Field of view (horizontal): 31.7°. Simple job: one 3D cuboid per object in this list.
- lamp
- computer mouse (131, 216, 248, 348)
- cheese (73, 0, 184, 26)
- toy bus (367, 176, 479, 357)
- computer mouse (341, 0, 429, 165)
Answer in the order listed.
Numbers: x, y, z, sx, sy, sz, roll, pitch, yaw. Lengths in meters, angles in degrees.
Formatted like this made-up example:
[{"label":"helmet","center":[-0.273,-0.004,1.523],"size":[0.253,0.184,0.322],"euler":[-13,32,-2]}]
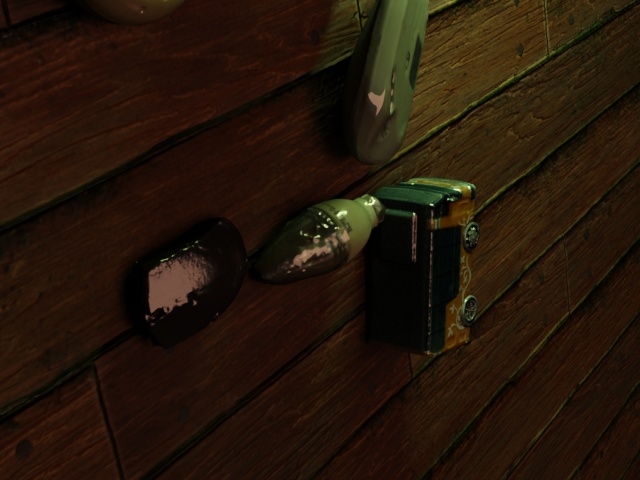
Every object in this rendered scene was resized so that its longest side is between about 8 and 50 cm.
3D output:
[{"label":"lamp","center":[0.000,0.000,1.639],"size":[0.250,0.101,0.101],"euler":[-32,122,-34]},{"label":"computer mouse","center":[-0.154,0.048,1.442],"size":[0.217,0.073,0.122],"euler":[-37,125,-44]},{"label":"cheese","center":[-0.214,-0.329,1.277],"size":[0.202,0.091,0.175],"euler":[12,85,-57]},{"label":"toy bus","center":[0.165,0.042,1.845],"size":[0.167,0.138,0.275],"euler":[-14,109,-51]},{"label":"computer mouse","center":[0.094,-0.274,1.721],"size":[0.197,0.095,0.331],"euler":[67,35,-66]}]
